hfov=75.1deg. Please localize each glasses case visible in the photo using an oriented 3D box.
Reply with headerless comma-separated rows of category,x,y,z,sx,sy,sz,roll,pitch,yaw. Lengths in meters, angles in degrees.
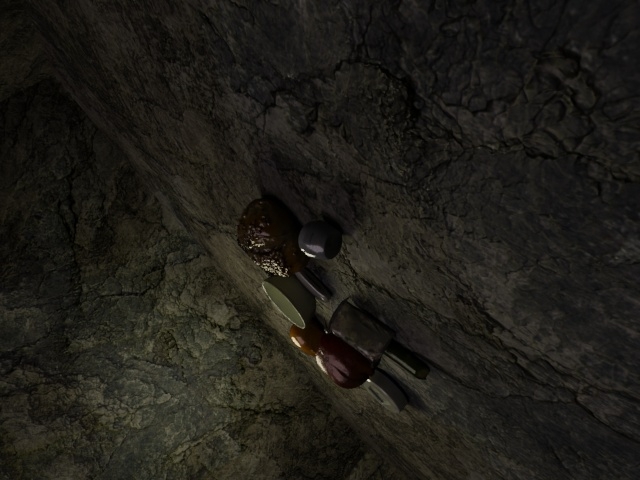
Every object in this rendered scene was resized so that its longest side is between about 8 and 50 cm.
glasses case,-0.034,0.180,1.714,0.193,0.049,0.074,42,158,11

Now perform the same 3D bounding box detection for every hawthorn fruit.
hawthorn fruit,0.111,0.463,1.674,0.261,0.258,0.258,12,149,10

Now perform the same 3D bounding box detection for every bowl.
bowl,-0.118,0.242,1.851,0.277,0.145,0.277,38,156,20

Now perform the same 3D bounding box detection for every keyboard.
keyboard,-0.323,0.103,2.159,0.317,0.027,0.106,44,159,12

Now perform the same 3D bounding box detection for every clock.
clock,0.294,0.690,1.923,0.230,0.083,0.230,40,155,23

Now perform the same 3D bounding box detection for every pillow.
pillow,0.145,0.335,1.536,0.255,0.169,0.059,33,-176,32

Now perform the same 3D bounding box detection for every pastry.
pastry,-0.182,0.007,1.520,0.284,0.184,0.316,13,140,57

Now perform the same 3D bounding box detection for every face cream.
face cream,0.000,0.000,1.259,0.104,0.117,0.117,19,145,36

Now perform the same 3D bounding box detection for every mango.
mango,-0.055,0.517,2.198,0.190,0.160,0.290,11,148,47

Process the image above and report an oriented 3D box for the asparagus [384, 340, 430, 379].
asparagus,0.269,0.408,1.517,0.277,0.060,0.067,31,142,35
